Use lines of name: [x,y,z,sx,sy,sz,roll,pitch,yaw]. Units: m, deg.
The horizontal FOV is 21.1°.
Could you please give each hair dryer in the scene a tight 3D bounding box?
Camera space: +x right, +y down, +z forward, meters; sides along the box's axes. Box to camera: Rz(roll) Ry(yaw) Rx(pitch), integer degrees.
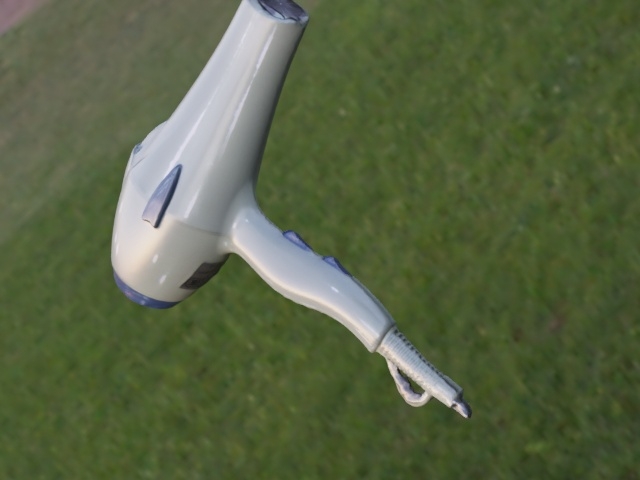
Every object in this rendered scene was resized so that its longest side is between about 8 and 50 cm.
hair dryer: [-0.003,-0.021,0.798,0.199,0.167,0.067,22,24,22]
